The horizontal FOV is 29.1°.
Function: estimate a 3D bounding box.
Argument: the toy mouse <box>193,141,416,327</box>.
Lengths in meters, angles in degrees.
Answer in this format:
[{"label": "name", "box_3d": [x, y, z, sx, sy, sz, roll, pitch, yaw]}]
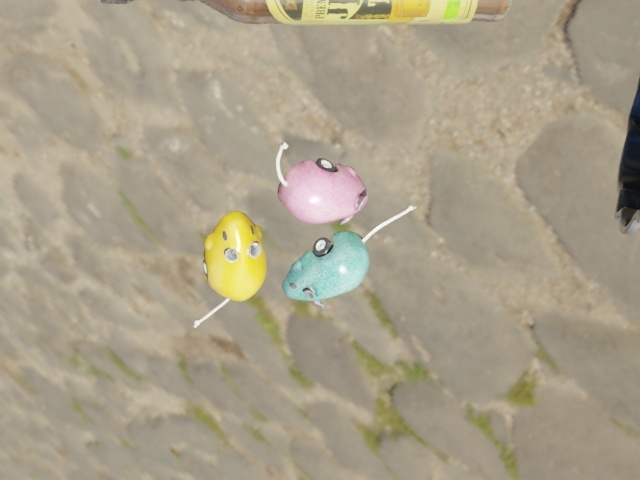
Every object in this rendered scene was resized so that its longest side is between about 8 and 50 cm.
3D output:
[{"label": "toy mouse", "box_3d": [0.000, 0.000, 0.766, 0.161, 0.143, 0.031, 103, 151, -44]}]

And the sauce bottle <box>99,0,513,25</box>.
[{"label": "sauce bottle", "box_3d": [-0.012, -0.230, 1.021, 0.111, 0.344, 0.111, 177, 90, -84]}]

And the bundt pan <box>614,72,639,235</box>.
[{"label": "bundt pan", "box_3d": [0.335, -0.147, 0.948, 0.124, 0.331, 0.331, 16, 150, 5]}]
